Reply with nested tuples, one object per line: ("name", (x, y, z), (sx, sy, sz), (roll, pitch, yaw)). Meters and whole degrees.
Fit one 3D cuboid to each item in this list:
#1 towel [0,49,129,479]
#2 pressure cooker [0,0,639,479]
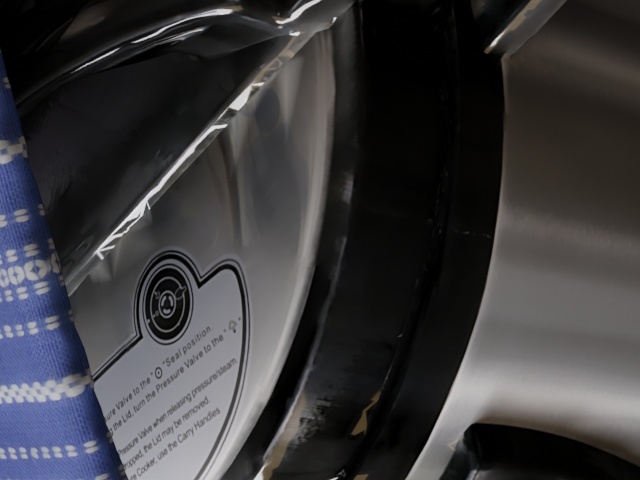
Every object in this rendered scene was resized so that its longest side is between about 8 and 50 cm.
("towel", (-0.170, -0.040, 0.491), (0.040, 0.336, 0.243), (-19, -174, -41))
("pressure cooker", (-0.003, -0.004, 0.649), (0.420, 0.370, 0.375), (11, -172, -39))
